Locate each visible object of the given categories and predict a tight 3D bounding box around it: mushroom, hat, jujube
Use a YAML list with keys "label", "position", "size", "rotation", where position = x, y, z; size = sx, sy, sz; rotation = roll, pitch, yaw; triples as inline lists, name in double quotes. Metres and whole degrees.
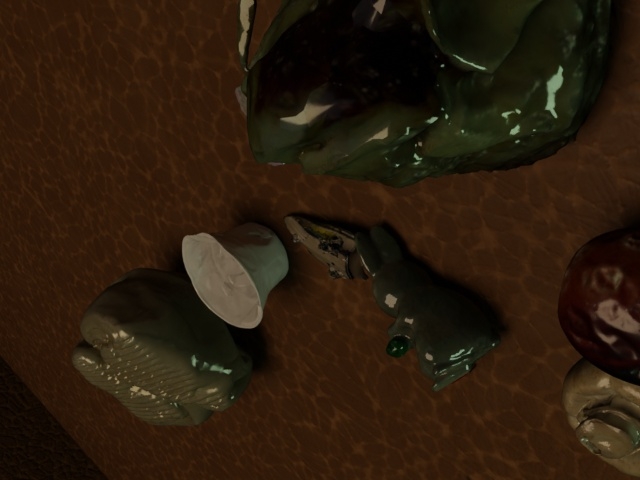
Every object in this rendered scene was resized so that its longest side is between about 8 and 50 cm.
- label: "mushroom"
  position: [0.368, 0.206, 0.875]
  size: [0.166, 0.127, 0.166]
  rotation: [29, 141, 27]
- label: "hat"
  position: [-0.137, 0.046, 1.318]
  size: [0.203, 0.126, 0.203]
  rotation: [28, 134, 33]
- label: "jujube"
  position: [0.368, 0.082, 0.763]
  size: [0.237, 0.168, 0.168]
  rotation: [27, 134, 25]

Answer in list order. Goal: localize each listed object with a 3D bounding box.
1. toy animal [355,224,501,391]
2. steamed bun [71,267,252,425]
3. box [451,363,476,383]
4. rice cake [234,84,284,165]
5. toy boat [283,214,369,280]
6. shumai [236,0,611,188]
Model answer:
- label: "toy animal"
  position: [0.137, 0.088, 1.074]
  size: [0.251, 0.127, 0.125]
  rotation: [57, 140, 29]
- label: "steamed bun"
  position: [-0.320, 0.201, 1.536]
  size: [0.343, 0.255, 0.368]
  rotation: [-19, 131, 35]
- label: "box"
  position: [0.193, 0.176, 1.132]
  size: [0.082, 0.023, 0.051]
  rotation: [50, 144, 9]
- label: "rice cake"
  position: [-0.042, -0.178, 0.947]
  size: [0.050, 0.298, 0.106]
  rotation: [-22, 107, 14]
- label: "toy boat"
  position: [0.000, 0.000, 1.192]
  size: [0.210, 0.066, 0.084]
  rotation: [33, 149, 45]
- label: "shumai"
  position: [0.066, -0.195, 0.742]
  size: [0.395, 0.348, 0.395]
  rotation: [30, 140, 29]
